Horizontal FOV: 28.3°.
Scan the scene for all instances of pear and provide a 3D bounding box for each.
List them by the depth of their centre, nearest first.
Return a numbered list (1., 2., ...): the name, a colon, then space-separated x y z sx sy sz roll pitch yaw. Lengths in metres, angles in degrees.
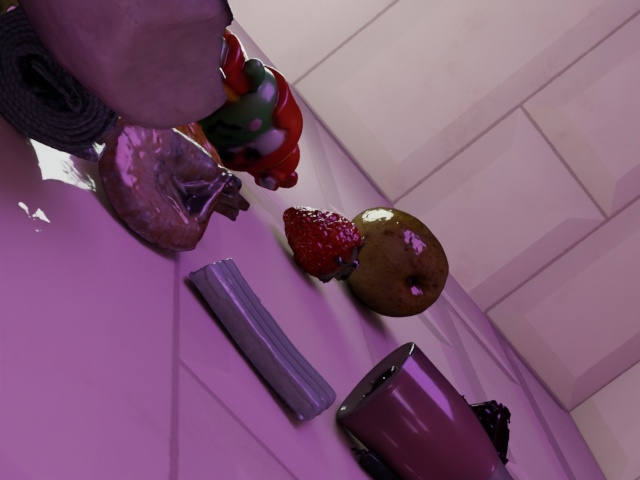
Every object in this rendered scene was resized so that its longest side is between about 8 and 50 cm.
1. pear: 0.143 0.049 2.410 0.228 0.188 0.211 49 7 -29

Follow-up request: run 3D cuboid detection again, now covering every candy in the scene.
1. candy: -0.220 -0.313 1.199 0.386 0.186 0.427 99 -29 -86

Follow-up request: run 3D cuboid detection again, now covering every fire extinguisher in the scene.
1. fire extinguisher: 0.076 0.297 1.657 0.083 0.025 0.038 47 -29 -24

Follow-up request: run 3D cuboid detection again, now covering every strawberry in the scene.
1. strawberry: 0.007 -0.001 2.165 0.131 0.131 0.148 36 27 -59

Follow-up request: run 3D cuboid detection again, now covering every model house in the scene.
1. model house: 0.218 0.313 1.884 0.141 0.164 0.203 50 10 24

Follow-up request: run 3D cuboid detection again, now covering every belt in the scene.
1. belt: -0.287 -0.178 1.371 0.163 0.148 0.082 23 17 -8

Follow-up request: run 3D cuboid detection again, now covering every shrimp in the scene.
1. shrimp: -0.172 -0.056 1.584 0.317 0.077 0.168 23 56 -58

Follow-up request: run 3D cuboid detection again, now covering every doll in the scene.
1. doll: -0.124 -0.205 2.108 0.363 0.182 0.160 59 32 -44

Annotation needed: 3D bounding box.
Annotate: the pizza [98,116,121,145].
1. pizza: -0.257 -0.140 1.668 0.262 0.034 0.181 59 12 13

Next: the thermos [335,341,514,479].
1. thermos: 0.154 0.285 1.718 0.265 0.176 0.146 47 50 -5

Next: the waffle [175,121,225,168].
1. waffle: -0.230 -0.179 1.911 0.291 0.051 0.291 51 11 -14

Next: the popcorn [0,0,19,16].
1. popcorn: -0.390 -0.368 1.382 0.252 0.215 0.286 49 4 23

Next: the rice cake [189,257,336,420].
1. rice cake: -0.070 0.122 1.573 0.237 0.043 0.127 53 10 3
